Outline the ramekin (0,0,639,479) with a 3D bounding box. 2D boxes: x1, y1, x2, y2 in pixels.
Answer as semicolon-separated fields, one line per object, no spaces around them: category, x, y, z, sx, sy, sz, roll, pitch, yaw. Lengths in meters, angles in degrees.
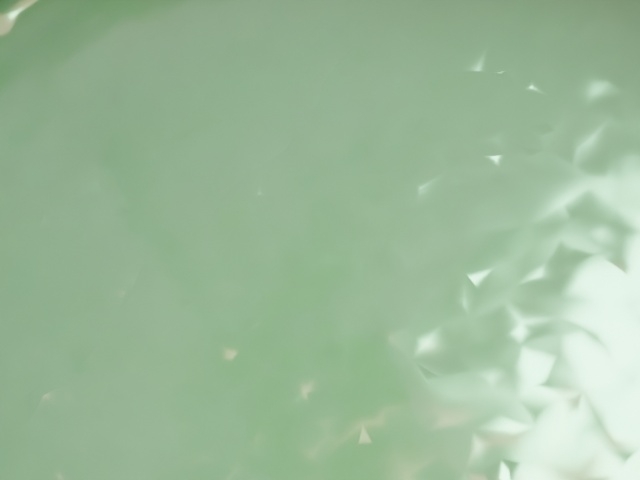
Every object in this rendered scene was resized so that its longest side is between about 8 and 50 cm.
ramekin;0.000;0.000;0.286;0.303;0.148;0.303;-5;63;9
